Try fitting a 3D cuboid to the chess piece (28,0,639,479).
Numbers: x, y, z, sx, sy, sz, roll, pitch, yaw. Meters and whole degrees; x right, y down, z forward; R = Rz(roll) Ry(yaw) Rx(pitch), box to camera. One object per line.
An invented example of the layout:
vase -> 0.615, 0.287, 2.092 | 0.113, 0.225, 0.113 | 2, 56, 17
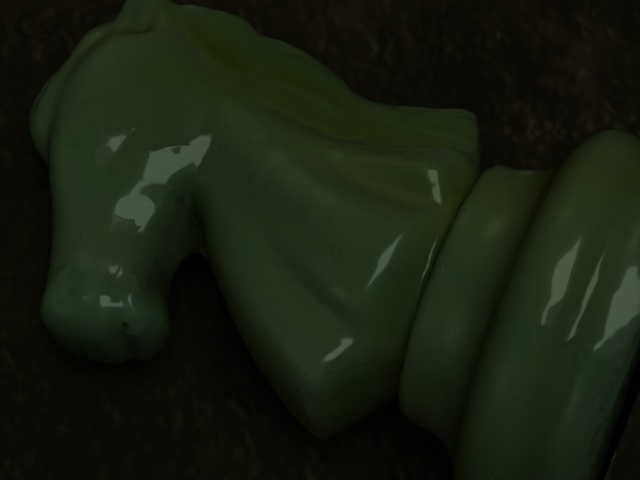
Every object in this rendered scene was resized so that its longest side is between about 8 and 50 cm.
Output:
chess piece -> 0.000, 0.000, 0.644 | 0.298, 0.176, 0.176 | 22, 62, 16
